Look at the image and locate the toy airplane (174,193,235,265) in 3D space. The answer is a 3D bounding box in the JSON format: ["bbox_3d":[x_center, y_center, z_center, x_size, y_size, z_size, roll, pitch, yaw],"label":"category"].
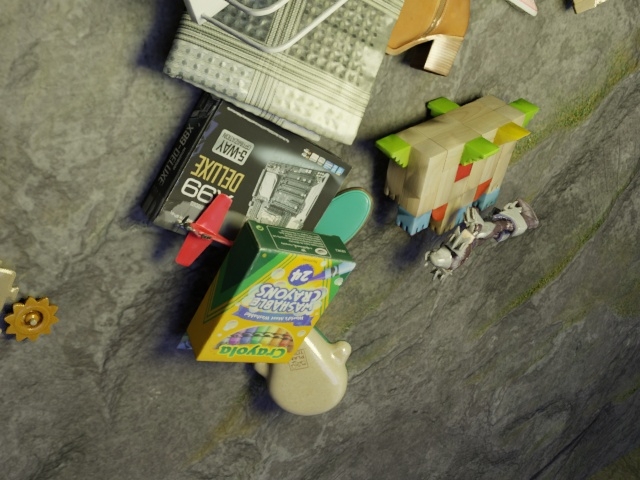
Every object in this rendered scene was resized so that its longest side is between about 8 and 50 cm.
[{"bbox_3d":[-0.179,-0.003,1.079,0.151,0.028,0.151,-16,131,-20],"label":"toy airplane"}]

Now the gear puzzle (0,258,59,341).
[{"bbox_3d":[-0.567,0.089,0.969,0.339,0.044,0.175,17,104,-42],"label":"gear puzzle"}]

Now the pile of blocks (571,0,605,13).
[{"bbox_3d":[0.613,-0.646,1.303,0.362,0.149,0.112,-61,175,22],"label":"pile of blocks"}]

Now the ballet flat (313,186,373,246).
[{"bbox_3d":[0.000,0.000,1.265,0.095,0.096,0.280,41,102,-1],"label":"ballet flat"}]

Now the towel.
[{"bbox_3d":[-0.040,-0.338,0.983,0.325,0.056,0.312,20,91,-20],"label":"towel"}]

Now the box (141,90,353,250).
[{"bbox_3d":[-0.124,-0.098,1.128,0.308,0.076,0.242,24,103,-41],"label":"box"}]

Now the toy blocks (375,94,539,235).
[{"bbox_3d":[0.268,-0.134,1.326,0.382,0.191,0.260,-26,142,-31],"label":"toy blocks"}]

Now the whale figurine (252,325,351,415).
[{"bbox_3d":[-0.039,0.238,1.364,0.217,0.141,0.271,-13,105,9],"label":"whale figurine"}]

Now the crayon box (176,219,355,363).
[{"bbox_3d":[-0.105,0.123,1.160,0.203,0.083,0.322,10,126,-36],"label":"crayon box"}]

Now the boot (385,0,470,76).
[{"bbox_3d":[0.153,-0.428,1.108,0.284,0.109,0.220,9,104,-26],"label":"boot"}]

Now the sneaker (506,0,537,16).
[{"bbox_3d":[0.401,-0.503,1.261,0.134,0.051,0.070,17,111,-35],"label":"sneaker"}]

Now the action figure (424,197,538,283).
[{"bbox_3d":[0.323,-0.006,1.347,0.285,0.099,0.185,-22,162,-30],"label":"action figure"}]

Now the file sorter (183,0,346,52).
[{"bbox_3d":[-0.076,-0.397,0.755,0.193,0.173,0.277,-44,151,-17],"label":"file sorter"}]
